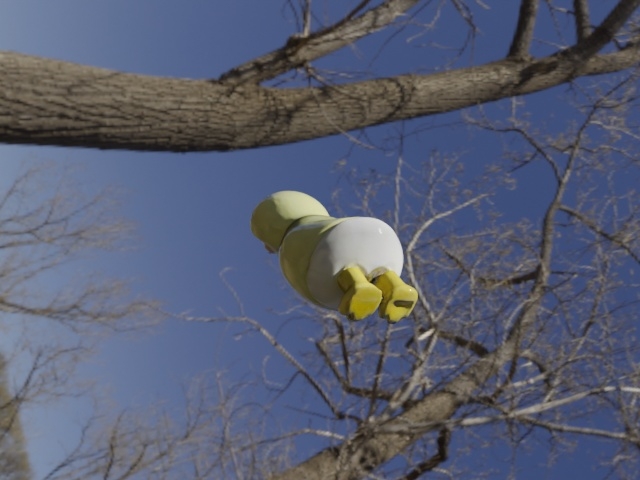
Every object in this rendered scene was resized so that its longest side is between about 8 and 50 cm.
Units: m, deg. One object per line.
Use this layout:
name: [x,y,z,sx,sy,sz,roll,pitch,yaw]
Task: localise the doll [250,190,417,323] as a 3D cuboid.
doll: [-0.002,0.012,0.847,0.296,0.141,0.117,25,-68,58]
